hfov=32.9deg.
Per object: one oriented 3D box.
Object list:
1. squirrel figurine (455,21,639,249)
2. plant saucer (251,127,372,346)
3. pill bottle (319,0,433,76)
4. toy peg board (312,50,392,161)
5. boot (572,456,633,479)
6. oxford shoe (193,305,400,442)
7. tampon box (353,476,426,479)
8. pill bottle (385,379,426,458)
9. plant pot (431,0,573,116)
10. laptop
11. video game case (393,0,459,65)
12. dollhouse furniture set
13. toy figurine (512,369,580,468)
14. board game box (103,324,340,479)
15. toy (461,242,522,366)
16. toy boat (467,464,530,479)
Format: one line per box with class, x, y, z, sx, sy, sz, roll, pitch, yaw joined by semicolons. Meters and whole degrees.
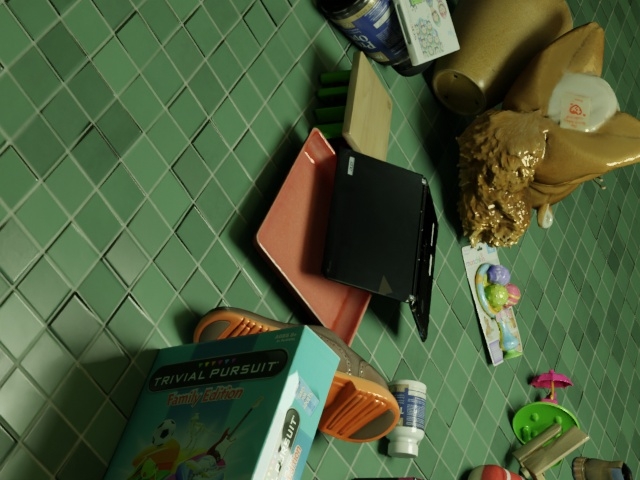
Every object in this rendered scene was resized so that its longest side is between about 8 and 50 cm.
squirrel figurine;0.409;-0.159;2.096;0.397;0.370;0.281;-28;76;-13
plant saucer;0.000;0.000;1.706;0.259;0.048;0.258;52;44;-29
pill bottle;0.109;-0.382;1.888;0.219;0.123;0.123;36;53;-41
toy peg board;0.052;-0.204;1.822;0.160;0.079;0.161;49;44;-55
boot;0.631;0.547;2.328;0.219;0.106;0.082;54;43;-28
oxford shoe;-0.043;0.176;1.574;0.364;0.130;0.133;34;22;-34
tampon box;0.141;0.436;1.708;0.161;0.120;0.101;30;59;-45
pill bottle;0.139;0.295;1.789;0.067;0.067;0.120;29;58;-45
plant pot;0.327;-0.368;2.116;0.254;0.237;0.237;-52;122;-28
laptop;0.106;0.011;1.792;0.264;0.136;0.234;64;31;-61
video game case;0.180;-0.383;1.862;0.157;0.019;0.143;-29;104;-52
dollhouse furniture set;0.463;0.438;2.078;0.123;0.144;0.151;-35;108;-5
toy figurine;0.462;0.341;2.179;0.159;0.130;0.173;-61;150;-52
board game box;-0.141;0.270;1.278;0.079;0.254;0.336;47;46;-34
toy;0.357;0.116;2.131;0.137;0.056;0.237;-13;91;-54
toy boat;0.361;0.488;1.955;0.231;0.151;0.151;31;57;-45
